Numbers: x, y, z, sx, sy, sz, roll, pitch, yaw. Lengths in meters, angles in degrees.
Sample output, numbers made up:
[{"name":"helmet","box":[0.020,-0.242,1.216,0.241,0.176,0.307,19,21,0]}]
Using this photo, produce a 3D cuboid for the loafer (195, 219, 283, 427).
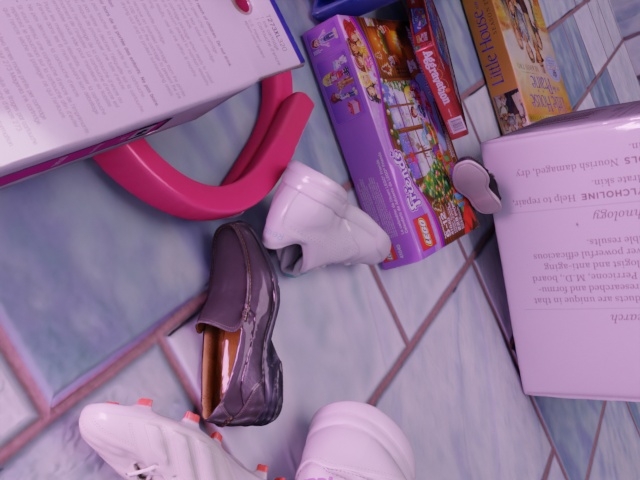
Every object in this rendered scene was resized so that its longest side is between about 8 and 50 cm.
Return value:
[{"name":"loafer","box":[-0.070,0.064,0.557,0.061,0.062,0.170,7,69,-47]}]

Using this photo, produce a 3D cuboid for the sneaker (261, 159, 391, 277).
[{"name":"sneaker","box":[0.000,0.000,0.679,0.094,0.080,0.212,-59,151,-3]}]

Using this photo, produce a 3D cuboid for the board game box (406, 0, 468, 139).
[{"name":"board game box","box":[0.153,-0.278,0.955,0.281,0.027,0.145,-90,155,-45]}]

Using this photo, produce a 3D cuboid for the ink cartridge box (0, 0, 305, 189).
[{"name":"ink cartridge box","box":[-0.178,-0.137,0.433,0.371,0.069,0.176,-32,97,-42]}]

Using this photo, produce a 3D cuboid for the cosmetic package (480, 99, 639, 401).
[{"name":"cosmetic package","box":[0.477,-0.005,1.048,0.329,0.327,0.393,-27,107,-54]}]

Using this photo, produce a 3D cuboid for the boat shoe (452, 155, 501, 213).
[{"name":"boat shoe","box":[0.204,-0.078,0.900,0.125,0.046,0.038,37,46,-47]}]

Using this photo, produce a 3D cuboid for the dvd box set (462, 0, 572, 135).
[{"name":"dvd box set","box":[0.378,-0.399,1.356,0.307,0.062,0.420,-12,85,-54]}]

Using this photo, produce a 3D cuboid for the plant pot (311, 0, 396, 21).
[{"name":"plant pot","box":[0.057,-0.403,0.786,0.212,0.236,0.236,50,40,-37]}]

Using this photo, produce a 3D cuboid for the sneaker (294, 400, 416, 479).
[{"name":"sneaker","box":[0.068,0.292,0.591,0.305,0.114,0.152,54,26,-9]}]

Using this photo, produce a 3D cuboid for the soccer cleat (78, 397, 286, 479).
[{"name":"soccer cleat","box":[-0.090,0.173,0.480,0.196,0.068,0.076,46,46,-37]}]

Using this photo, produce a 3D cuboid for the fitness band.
[{"name":"fitness band","box":[-0.104,-0.143,0.611,0.209,0.054,0.291,48,41,-26]}]

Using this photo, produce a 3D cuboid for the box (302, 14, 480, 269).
[{"name":"box","box":[0.098,-0.128,0.865,0.201,0.057,0.293,-23,95,-55]}]
